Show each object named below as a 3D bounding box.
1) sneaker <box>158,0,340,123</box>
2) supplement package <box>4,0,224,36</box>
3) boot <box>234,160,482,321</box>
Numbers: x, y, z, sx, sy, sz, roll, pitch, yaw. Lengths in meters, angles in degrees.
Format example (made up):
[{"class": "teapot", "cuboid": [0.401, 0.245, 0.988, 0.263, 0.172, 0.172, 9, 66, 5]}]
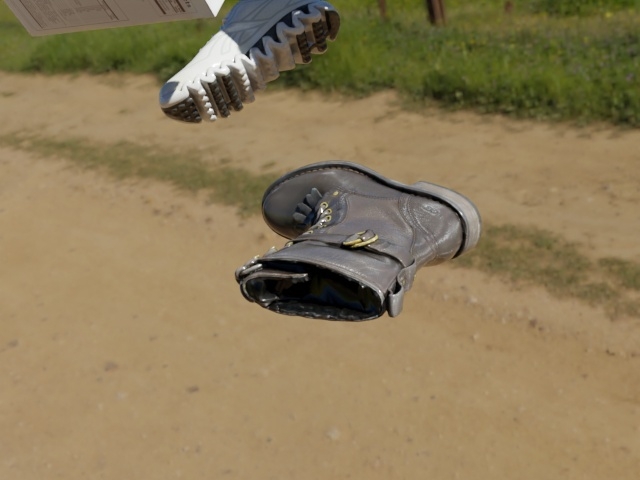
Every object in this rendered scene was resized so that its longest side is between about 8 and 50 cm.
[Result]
[{"class": "sneaker", "cuboid": [-0.115, -0.272, 1.375, 0.292, 0.110, 0.118, -35, 68, -14]}, {"class": "supplement package", "cuboid": [-0.228, -0.366, 1.030, 0.263, 0.198, 0.199, 2, 53, 29]}, {"class": "boot", "cuboid": [0.000, 0.000, 0.861, 0.263, 0.091, 0.229, 6, 21, 34]}]
